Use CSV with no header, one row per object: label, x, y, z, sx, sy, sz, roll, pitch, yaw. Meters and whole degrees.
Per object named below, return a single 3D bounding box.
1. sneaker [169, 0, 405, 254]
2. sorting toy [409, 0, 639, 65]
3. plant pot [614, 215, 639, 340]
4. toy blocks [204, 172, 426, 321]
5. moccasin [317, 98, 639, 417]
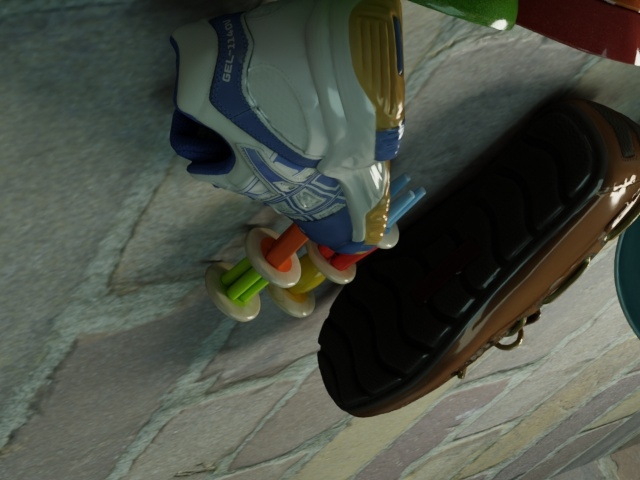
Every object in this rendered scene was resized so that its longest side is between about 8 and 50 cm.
sneaker,-0.021,-0.069,0.818,0.131,0.112,0.296,-2,162,0
sorting toy,0.073,-0.179,0.684,0.365,0.127,0.126,2,115,-49
plant pot,0.436,-0.017,1.304,0.290,0.290,0.195,-43,-169,36
toy blocks,0.000,0.000,1.040,0.148,0.054,0.123,-40,157,31
moccasin,0.139,0.026,1.189,0.147,0.139,0.380,9,130,-45
